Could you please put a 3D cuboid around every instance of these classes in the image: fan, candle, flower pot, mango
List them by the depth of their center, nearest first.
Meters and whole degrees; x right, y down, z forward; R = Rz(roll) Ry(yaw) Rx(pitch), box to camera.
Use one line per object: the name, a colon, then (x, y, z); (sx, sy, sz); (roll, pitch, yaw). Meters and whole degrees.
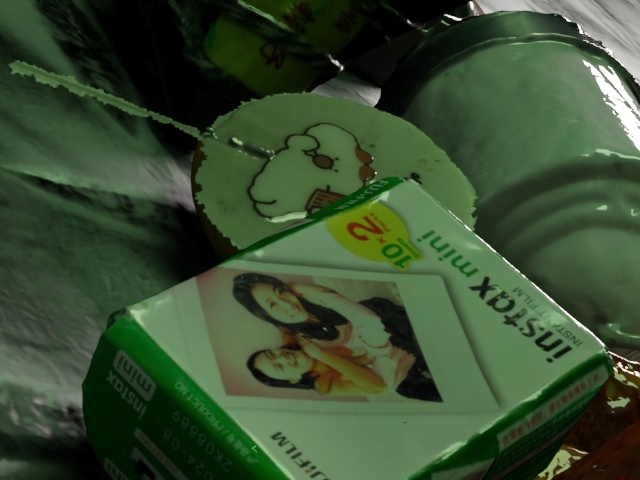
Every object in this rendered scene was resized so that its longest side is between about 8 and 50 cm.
fan: (-0.055, -0.063, 1.109); (0.329, 0.009, 0.191); (22, 43, 8)
mango: (-0.007, -0.001, 1.134); (0.137, 0.091, 0.237); (3, 35, -32)
candle: (0.162, -0.019, 1.242); (0.221, 0.221, 0.342); (25, 24, -22)
flower pot: (0.059, -0.226, 1.686); (0.157, 0.107, 0.157); (31, 22, -15)

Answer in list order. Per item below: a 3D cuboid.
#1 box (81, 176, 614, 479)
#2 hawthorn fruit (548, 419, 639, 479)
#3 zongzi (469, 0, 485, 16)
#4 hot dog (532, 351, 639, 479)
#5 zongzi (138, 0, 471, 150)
box: (0.015, 0.078, 0.888); (0.180, 0.103, 0.250); (42, 45, 21)
hawthorn fruit: (0.211, 0.196, 0.739); (0.316, 0.316, 0.316); (29, 22, -13)
zongzi: (0.139, -0.226, 1.853); (0.184, 0.084, 0.187); (39, 26, -16)
hot dog: (0.217, 0.168, 1.059); (0.349, 0.117, 0.158); (20, 52, -16)
zongzi: (0.045, -0.243, 1.361); (0.362, 0.383, 0.319); (24, 29, -30)
